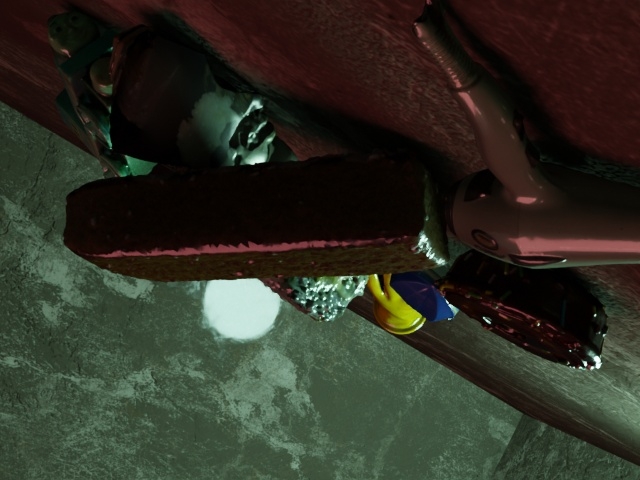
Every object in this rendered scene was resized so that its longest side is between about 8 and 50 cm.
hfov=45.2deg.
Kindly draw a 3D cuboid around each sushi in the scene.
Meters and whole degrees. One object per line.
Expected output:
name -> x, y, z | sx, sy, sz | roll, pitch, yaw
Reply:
sushi -> -0.139, -0.153, 0.917 | 0.272, 0.134, 0.109 | 16, -161, -48
sushi -> -0.021, 0.026, 1.322 | 0.274, 0.184, 0.139 | 37, 168, -38

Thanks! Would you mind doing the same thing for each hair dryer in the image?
hair dryer -> 0.186, -0.050, 0.536 | 0.229, 0.092, 0.267 | 17, 159, 24

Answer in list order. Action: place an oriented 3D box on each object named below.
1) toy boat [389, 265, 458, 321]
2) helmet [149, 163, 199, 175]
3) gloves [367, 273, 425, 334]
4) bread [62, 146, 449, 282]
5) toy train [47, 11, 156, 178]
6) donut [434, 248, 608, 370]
toy boat -> 0.170, 0.071, 1.213 | 0.129, 0.088, 0.295 | 43, 180, 6
helmet -> -0.242, -0.105, 1.324 | 0.224, 0.177, 0.305 | 30, 174, 5
gloves -> 0.159, 0.094, 1.534 | 0.132, 0.116, 0.294 | 0, 158, 7
bread -> -0.070, -0.020, 0.875 | 0.416, 0.113, 0.165 | -3, 163, 17
toy train -> -0.302, -0.194, 1.078 | 0.194, 0.120, 0.298 | 47, 163, 9
donut -> 0.265, 0.083, 1.006 | 0.235, 0.089, 0.235 | 28, 172, 4
